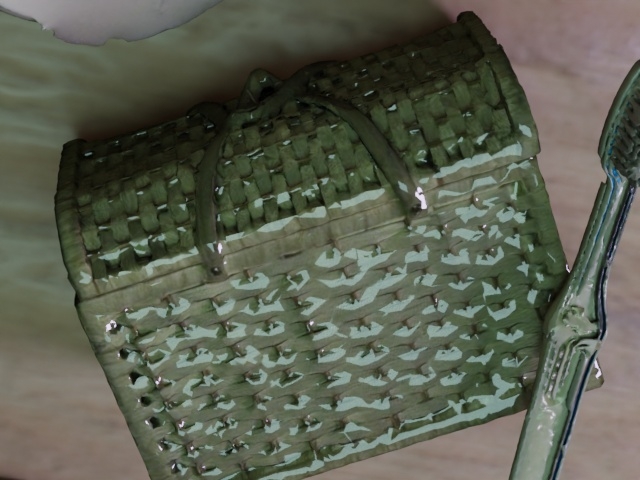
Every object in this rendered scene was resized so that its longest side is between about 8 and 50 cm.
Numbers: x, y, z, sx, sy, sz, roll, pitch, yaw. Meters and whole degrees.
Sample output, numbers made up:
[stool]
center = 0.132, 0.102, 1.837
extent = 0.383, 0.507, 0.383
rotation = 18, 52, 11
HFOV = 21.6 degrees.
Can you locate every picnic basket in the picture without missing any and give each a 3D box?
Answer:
[picnic basket]
center = 0.000, 0.000, 0.720
extent = 0.196, 0.134, 0.154
rotation = -18, 112, 4

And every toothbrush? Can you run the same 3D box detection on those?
[toothbrush]
center = 0.096, 0.062, 0.672
extent = 0.026, 0.028, 0.294
rotation = 9, 117, -9

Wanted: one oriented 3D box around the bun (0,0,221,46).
[bun]
center = -0.089, -0.171, 0.639
extent = 0.172, 0.120, 0.173
rotation = -22, 145, -17
